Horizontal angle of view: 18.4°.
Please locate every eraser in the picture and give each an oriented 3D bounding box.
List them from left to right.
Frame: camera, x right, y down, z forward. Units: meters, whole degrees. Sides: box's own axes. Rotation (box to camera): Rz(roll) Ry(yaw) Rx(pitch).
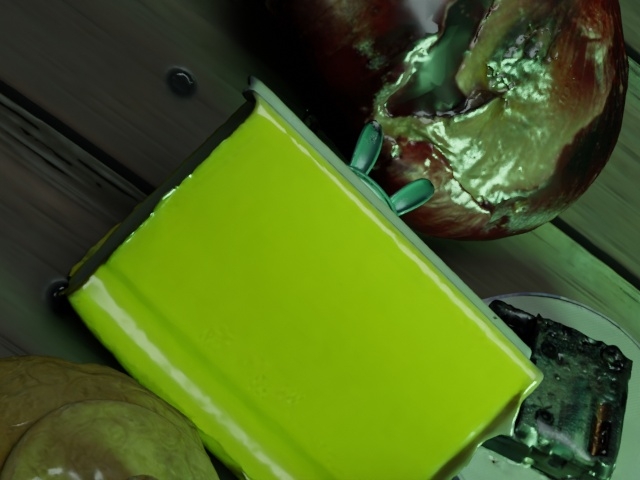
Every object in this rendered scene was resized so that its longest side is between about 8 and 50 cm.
[{"bbox_3d":[-0.010,0.048,1.052,0.226,0.069,0.158,44,95,-8],"label":"eraser"}]

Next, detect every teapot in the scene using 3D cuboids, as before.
[{"bbox_3d":[-0.104,0.147,0.929,0.311,0.167,0.203,19,59,-27],"label":"teapot"}]

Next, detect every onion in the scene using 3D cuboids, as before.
[{"bbox_3d":[0.099,-0.138,1.185,0.272,0.195,0.272,23,52,-34],"label":"onion"}]

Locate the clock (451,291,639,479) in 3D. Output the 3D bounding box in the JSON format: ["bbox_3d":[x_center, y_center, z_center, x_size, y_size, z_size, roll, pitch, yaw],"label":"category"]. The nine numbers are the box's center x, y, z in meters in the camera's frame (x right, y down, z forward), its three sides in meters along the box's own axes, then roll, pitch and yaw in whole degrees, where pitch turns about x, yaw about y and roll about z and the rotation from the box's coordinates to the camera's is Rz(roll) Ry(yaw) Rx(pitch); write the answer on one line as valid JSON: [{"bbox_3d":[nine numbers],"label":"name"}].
[{"bbox_3d":[0.125,0.098,1.151,0.172,0.064,0.198,27,43,-8],"label":"clock"}]

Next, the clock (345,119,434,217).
[{"bbox_3d":[0.000,0.000,1.100,0.101,0.135,0.041,47,7,-9],"label":"clock"}]
